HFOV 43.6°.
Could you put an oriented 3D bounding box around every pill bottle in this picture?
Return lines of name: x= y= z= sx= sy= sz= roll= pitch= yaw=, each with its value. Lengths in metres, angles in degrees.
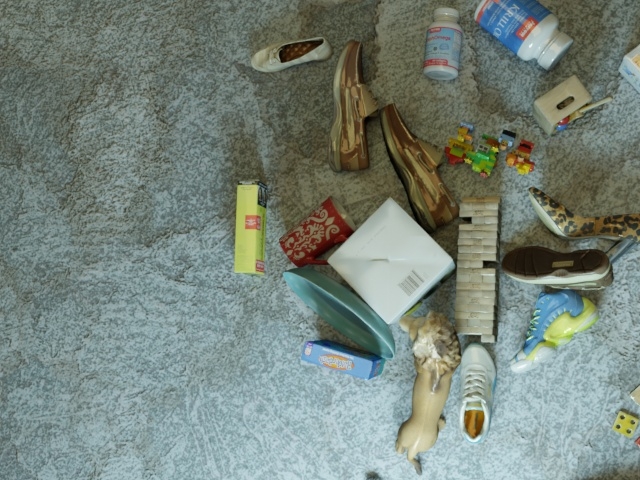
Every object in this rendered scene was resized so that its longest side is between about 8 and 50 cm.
pill bottle: x=0.484 y=-0.507 z=1.896 sx=0.221 sy=0.124 sz=0.124 roll=43 pitch=94 yaw=14
pill bottle: x=0.300 y=-0.479 z=1.953 sx=0.087 sy=0.087 sz=0.160 roll=5 pitch=85 yaw=13

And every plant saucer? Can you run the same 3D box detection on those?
plant saucer: x=0.050 y=0.158 z=1.833 sx=0.317 sy=0.318 sz=0.044 roll=35 pitch=75 yaw=14

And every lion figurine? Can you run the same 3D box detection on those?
lion figurine: x=0.238 y=0.351 z=1.795 sx=0.142 sy=0.240 sz=0.393 roll=3 pitch=86 yaw=8

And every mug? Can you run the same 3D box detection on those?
mug: x=-0.006 y=-0.007 z=1.949 sx=0.169 sy=0.113 sz=0.150 roll=-36 pitch=34 yaw=11

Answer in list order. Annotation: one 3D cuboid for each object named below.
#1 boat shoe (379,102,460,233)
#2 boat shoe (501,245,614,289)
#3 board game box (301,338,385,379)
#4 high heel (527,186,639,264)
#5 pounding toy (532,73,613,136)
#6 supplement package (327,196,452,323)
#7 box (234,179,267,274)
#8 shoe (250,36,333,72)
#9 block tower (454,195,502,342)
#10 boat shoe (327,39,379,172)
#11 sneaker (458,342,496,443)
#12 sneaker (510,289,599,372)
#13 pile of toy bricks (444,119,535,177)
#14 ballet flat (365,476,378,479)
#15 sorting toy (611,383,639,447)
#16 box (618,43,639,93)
boat shoe: x=0.240 y=-0.181 z=1.928 sx=0.119 sy=0.122 sz=0.324 roll=-23 pitch=88 yaw=4
boat shoe: x=0.538 y=0.076 z=1.818 sx=0.257 sy=0.095 sz=0.095 roll=4 pitch=58 yaw=45
board game box: x=0.058 y=0.275 z=1.863 sx=0.160 sy=0.210 sz=0.047 roll=15 pitch=88 yaw=14
high heel: x=0.617 y=-0.068 z=1.839 sx=0.186 sy=0.093 sz=0.261 roll=-42 pitch=84 yaw=3
pounding toy: x=0.579 y=-0.311 z=1.851 sx=0.141 sy=0.130 sz=0.100 roll=-34 pitch=78 yaw=7
supplement package: x=0.173 y=0.055 z=1.833 sx=0.199 sy=0.262 sz=0.198 roll=-45 pitch=77 yaw=4
box: x=-0.175 y=-0.032 z=2.013 sx=0.058 sy=0.087 sz=0.232 roll=1 pitch=83 yaw=12
shoe: x=-0.080 y=-0.484 z=2.053 sx=0.218 sy=0.058 sz=0.077 roll=-9 pitch=82 yaw=12
block tower: x=0.366 y=0.066 z=1.855 sx=0.097 sy=0.091 sz=0.336 roll=0 pitch=84 yaw=19
boat shoe: x=0.090 y=-0.327 z=1.976 sx=0.116 sy=0.123 sz=0.325 roll=5 pitch=94 yaw=9
sneaker: x=0.362 y=0.352 z=1.847 sx=0.087 sy=0.092 sz=0.229 roll=-2 pitch=82 yaw=14
sneaker: x=0.513 y=0.198 z=1.842 sx=0.240 sy=0.091 sz=0.126 roll=-35 pitch=66 yaw=0
pile of toy bricks: x=0.392 y=-0.195 z=1.879 sx=0.212 sy=0.118 sz=0.105 roll=23 pitch=70 yaw=15
ballet flat: x=0.147 y=0.611 z=1.896 sx=0.041 sy=0.041 sz=0.114 roll=-29 pitch=79 yaw=8
sorting toy: x=0.778 y=0.357 z=1.777 sx=0.274 sy=0.046 sz=0.132 roll=-43 pitch=77 yaw=5
box: x=0.796 y=-0.365 z=1.822 sx=0.114 sy=0.103 sz=0.203 roll=-38 pitch=77 yaw=7
